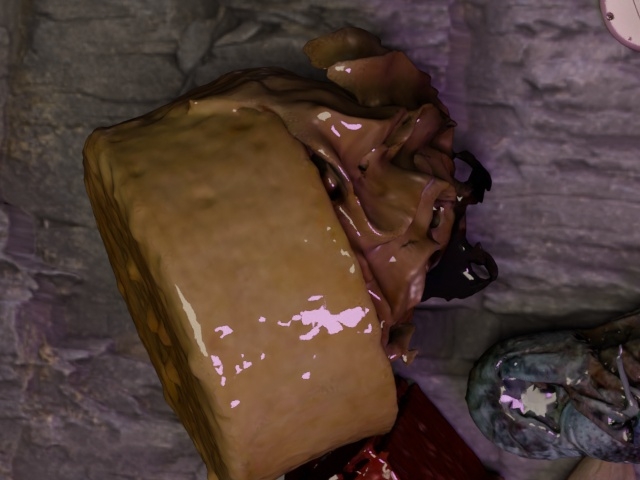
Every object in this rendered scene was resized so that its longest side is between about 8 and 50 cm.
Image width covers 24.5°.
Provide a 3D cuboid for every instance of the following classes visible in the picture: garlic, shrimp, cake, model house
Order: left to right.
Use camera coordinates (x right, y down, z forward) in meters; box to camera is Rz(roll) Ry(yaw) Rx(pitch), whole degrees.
[{"bbox_3d":[0.003,0.003,1.188,0.321,0.332,0.332,-25,99,-13],"label":"cake"},{"bbox_3d":[0.089,0.272,1.287,0.254,0.196,0.160,44,109,-1],"label":"model house"},{"bbox_3d":[0.240,0.240,1.305,0.084,0.066,0.152,39,111,2],"label":"garlic"},{"bbox_3d":[0.291,0.119,1.206,0.372,0.172,0.137,-15,95,25],"label":"shrimp"}]

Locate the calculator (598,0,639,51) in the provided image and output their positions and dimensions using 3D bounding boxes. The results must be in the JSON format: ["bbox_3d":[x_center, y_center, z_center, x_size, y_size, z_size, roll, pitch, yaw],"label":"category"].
[{"bbox_3d":[0.307,-0.209,1.190,0.166,0.024,0.103,-20,99,19],"label":"calculator"}]
